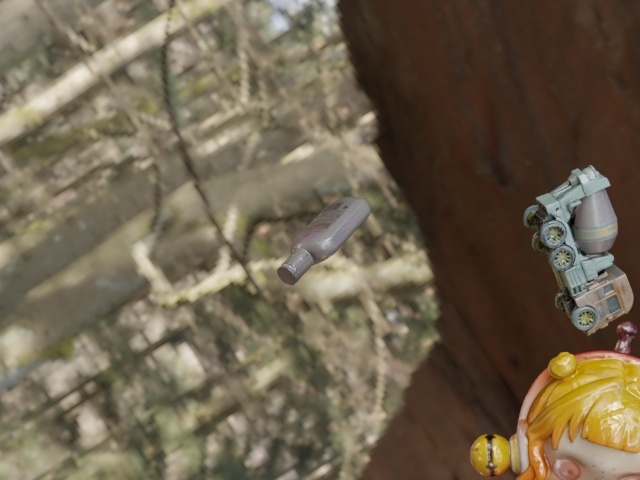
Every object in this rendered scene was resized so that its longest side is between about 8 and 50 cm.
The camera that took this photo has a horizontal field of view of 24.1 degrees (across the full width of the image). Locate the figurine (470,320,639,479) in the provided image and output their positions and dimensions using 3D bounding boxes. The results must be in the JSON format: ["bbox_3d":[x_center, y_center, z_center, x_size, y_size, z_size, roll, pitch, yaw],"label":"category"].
[{"bbox_3d":[0.359,0.279,1.954,0.196,0.320,0.323,-73,177,-60],"label":"figurine"}]

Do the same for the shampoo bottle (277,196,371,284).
[{"bbox_3d":[0.000,0.000,2.030,0.080,0.165,0.040,-6,-58,45],"label":"shampoo bottle"}]

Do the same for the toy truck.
[{"bbox_3d":[0.429,0.015,2.430,0.108,0.140,0.256,-122,-172,-71],"label":"toy truck"}]
